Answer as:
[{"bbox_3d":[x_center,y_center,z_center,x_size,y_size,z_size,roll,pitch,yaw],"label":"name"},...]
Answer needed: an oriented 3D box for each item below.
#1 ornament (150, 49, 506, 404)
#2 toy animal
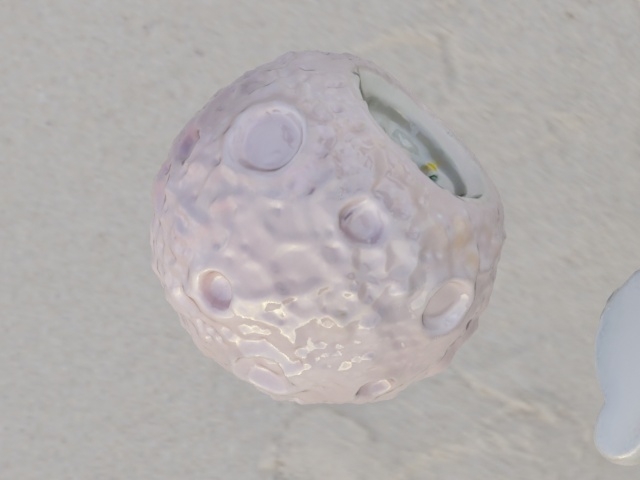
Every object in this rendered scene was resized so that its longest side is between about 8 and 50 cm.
[{"bbox_3d":[0.000,0.000,1.212,0.225,0.259,0.259,-44,62,20],"label":"ornament"},{"bbox_3d":[0.201,0.059,0.728,0.131,0.182,0.127,-51,38,11],"label":"toy animal"}]
